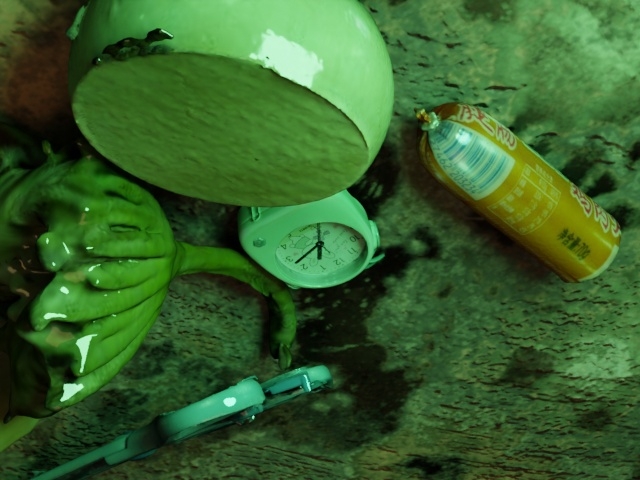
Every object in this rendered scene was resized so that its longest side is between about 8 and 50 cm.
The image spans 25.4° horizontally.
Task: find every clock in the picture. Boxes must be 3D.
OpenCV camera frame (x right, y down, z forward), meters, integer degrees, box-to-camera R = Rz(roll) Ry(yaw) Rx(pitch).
[{"bbox_3d":[0.000,0.000,1.204,0.101,0.041,0.135,-27,135,18],"label":"clock"}]

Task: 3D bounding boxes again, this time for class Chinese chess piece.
[{"bbox_3d":[-0.062,-0.111,0.991,0.237,0.092,0.238,8,156,4],"label":"Chinese chess piece"}]

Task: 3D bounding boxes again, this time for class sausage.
[{"bbox_3d":[0.154,-0.045,1.159,0.071,0.071,0.234,-35,131,25],"label":"sausage"}]

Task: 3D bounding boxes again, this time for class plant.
[{"bbox_3d":[-0.154,0.008,1.173,0.333,0.180,0.251,-17,134,-50],"label":"plant"}]

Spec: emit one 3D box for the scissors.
[{"bbox_3d":[-0.162,0.188,1.344,0.393,0.032,0.180,-25,168,32],"label":"scissors"}]

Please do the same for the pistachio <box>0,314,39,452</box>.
[{"bbox_3d":[-0.379,0.123,1.202,0.288,0.197,0.166,-5,-178,-22],"label":"pistachio"}]
